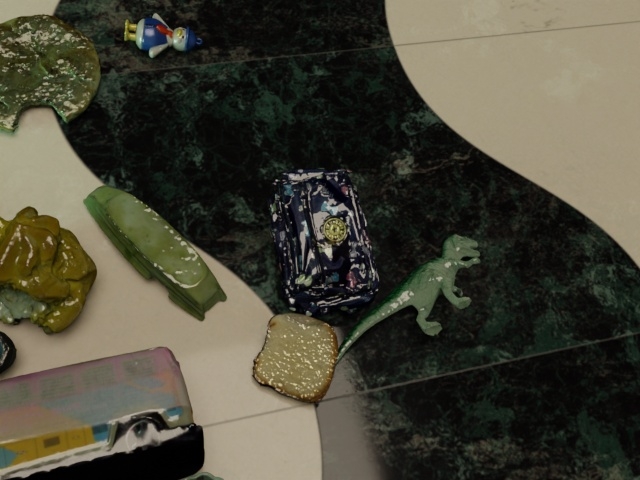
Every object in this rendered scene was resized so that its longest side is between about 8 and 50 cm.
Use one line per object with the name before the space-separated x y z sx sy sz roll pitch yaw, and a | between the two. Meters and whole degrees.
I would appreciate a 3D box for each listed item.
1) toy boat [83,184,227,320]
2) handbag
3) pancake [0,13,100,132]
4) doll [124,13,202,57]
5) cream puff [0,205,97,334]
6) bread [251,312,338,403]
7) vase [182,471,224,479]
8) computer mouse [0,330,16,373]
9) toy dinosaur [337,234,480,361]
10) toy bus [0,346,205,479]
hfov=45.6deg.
toy boat | -0.273 0.006 1.233 0.293 0.055 0.093 42 63 10
handbag | 0.000 0.000 1.255 0.162 0.113 0.260 -9 74 -7
pancake | -0.514 -0.300 1.347 0.254 0.037 0.253 4 64 -9
doll | -0.292 -0.379 1.415 0.143 0.057 0.098 7 64 -13
cream puff | -0.447 0.029 1.128 0.221 0.194 0.194 8 64 -9
bread | -0.035 0.179 1.185 0.126 0.044 0.129 17 94 5
vase | -0.157 0.370 1.028 0.081 0.148 0.081 3 61 -5
computer mouse | -0.511 0.172 1.118 0.135 0.047 0.079 -7 72 -1
toy dinosaur | 0.163 0.113 1.240 0.383 0.076 0.129 -37 43 -29
toy bus | -0.363 0.266 1.041 0.386 0.171 0.162 -11 57 -14
